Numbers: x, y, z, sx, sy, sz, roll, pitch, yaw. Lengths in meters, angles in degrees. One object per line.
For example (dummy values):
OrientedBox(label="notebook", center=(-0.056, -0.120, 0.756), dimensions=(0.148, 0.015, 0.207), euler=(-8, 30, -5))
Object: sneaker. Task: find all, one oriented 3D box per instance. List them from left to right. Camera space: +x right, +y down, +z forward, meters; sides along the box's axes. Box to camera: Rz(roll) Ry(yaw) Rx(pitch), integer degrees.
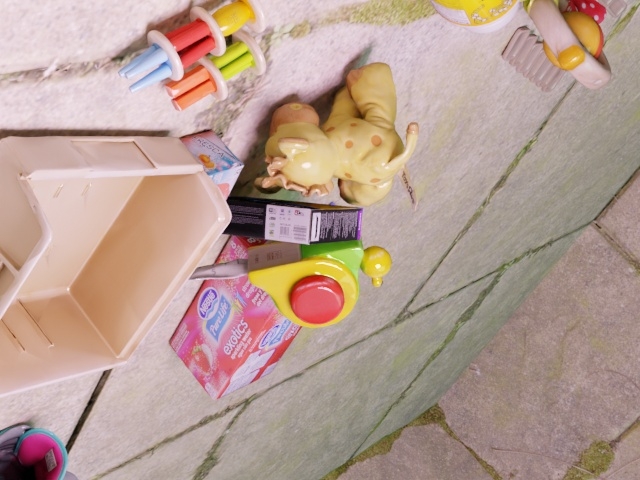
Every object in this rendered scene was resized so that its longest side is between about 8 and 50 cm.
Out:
OrientedBox(label="sneaker", center=(-0.406, 0.336, 1.479), dimensions=(0.178, 0.124, 0.295), euler=(-39, 162, 20))

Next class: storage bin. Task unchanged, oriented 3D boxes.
OrientedBox(label="storage bin", center=(-0.259, 0.023, 1.073), dimensions=(0.260, 0.123, 0.262), euler=(-51, 158, 25))

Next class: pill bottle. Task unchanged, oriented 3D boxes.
OrientedBox(label="pill bottle", center=(0.171, -0.312, 1.196), dimensions=(0.117, 0.117, 0.208), euler=(-44, 161, 6))

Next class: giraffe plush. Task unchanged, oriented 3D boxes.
OrientedBox(label="giraffe plush", center=(0.006, -0.109, 1.271), dimensions=(0.170, 0.210, 0.181), euler=(-4, 129, -18))

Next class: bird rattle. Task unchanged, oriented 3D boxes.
OrientedBox(label="bird rattle", center=(0.330, -0.292, 1.449), dimensions=(0.143, 0.207, 0.253), euler=(-29, 156, 19))

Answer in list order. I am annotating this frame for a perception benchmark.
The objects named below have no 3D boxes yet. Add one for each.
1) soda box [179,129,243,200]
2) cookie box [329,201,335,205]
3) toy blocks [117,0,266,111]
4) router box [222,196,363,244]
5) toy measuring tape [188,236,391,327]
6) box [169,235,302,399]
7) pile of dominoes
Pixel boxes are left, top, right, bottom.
OrientedBox(label="soda box", center=(-0.158, -0.040, 1.225), dimensions=(0.058, 0.063, 0.183), euler=(-22, 152, -44))
OrientedBox(label="cookie box", center=(0.000, 0.000, 1.650), dimensions=(0.091, 0.040, 0.107), euler=(-38, 160, -9))
OrientedBox(label="toy blocks", center=(-0.125, -0.171, 1.021), dimensions=(0.148, 0.054, 0.123), euler=(-35, 159, -20))
OrientedBox(label="router box", center=(-0.056, -0.027, 1.297), dimensions=(0.133, 0.178, 0.046), euler=(-4, 100, -61))
OrientedBox(label="toy measuring tape", center=(-0.068, 0.067, 1.360), dimensions=(0.330, 0.122, 0.121), euler=(-11, 160, 3))
OrientedBox(label="box", center=(-0.101, 0.100, 1.543), dimensions=(0.128, 0.123, 0.257), euler=(-21, 152, -47))
OrientedBox(label="pile of dominoes", center=(0.383, -0.348, 1.690), dimensions=(0.196, 0.040, 0.251), euler=(-47, 152, 17))
